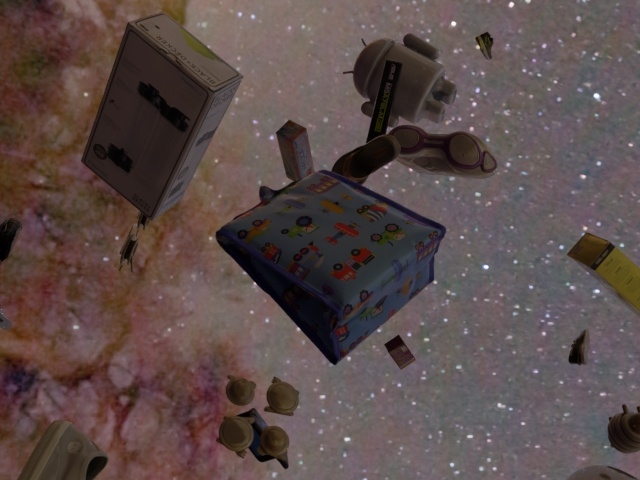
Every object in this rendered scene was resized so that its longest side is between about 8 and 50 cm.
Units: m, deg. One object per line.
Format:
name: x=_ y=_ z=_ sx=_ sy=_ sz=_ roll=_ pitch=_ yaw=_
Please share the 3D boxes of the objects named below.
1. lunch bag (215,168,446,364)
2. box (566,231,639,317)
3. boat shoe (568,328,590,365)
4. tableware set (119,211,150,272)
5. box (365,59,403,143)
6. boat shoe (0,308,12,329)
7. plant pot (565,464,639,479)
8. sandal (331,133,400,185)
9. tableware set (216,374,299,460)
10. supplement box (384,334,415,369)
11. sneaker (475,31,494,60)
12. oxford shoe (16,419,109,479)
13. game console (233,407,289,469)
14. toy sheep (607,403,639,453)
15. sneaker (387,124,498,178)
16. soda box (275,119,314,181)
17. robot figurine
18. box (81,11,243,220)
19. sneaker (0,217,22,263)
lunch bag: x=0.000 y=0.000 z=0.983 sx=0.293 sy=0.221 sz=0.138 roll=39 pitch=-32 yaw=27
box: x=0.549 y=0.082 z=1.143 sx=0.058 sy=0.232 sz=0.087 roll=-51 pitch=-166 yaw=6
boat shoe: x=0.591 y=0.242 z=1.477 sx=0.038 sy=0.125 sz=0.046 roll=-7 pitch=-65 yaw=32
tableware set: x=-0.468 y=-0.017 z=1.690 sx=0.128 sy=0.039 sz=0.194 roll=126 pitch=-16 yaw=-61
box: x=0.147 y=-0.316 z=1.473 sx=0.191 sy=0.045 sz=0.184 roll=-65 pitch=166 yaw=-74
boat shoe: x=-0.806 y=0.181 z=1.607 sx=0.035 sy=0.100 sz=0.035 roll=-45 pitch=-137 yaw=-18
plant pot: x=0.406 y=0.426 z=0.870 sx=0.274 sy=0.256 sz=0.257 roll=-43 pitch=152 yaw=-75
sandal: x=0.079 y=-0.145 z=1.267 sx=0.180 sy=0.072 sz=0.049 roll=-30 pitch=-166 yaw=41
tableware set: x=-0.111 y=0.318 z=1.176 sx=0.020 sy=0.141 sz=0.169 roll=125 pitch=-21 yaw=-47
supplement box: x=0.228 y=0.321 z=1.858 sx=0.055 sy=0.083 sz=0.043 roll=-33 pitch=-150 yaw=2
sneaker: x=0.390 y=-0.452 z=1.509 sx=0.035 sy=0.083 sz=0.031 roll=-32 pitch=-124 yaw=16
oxford shoe: x=-0.457 y=0.492 z=1.012 sx=0.449 sy=0.130 sz=0.169 roll=-76 pitch=-168 yaw=-48
game console: x=-0.126 y=0.406 z=1.298 sx=0.071 sy=0.122 sz=0.107 roll=-35 pitch=-169 yaw=0
toy sheep: x=0.647 y=0.402 z=1.362 sx=0.132 sy=0.091 sz=0.091 roll=97 pitch=-21 yaw=-48
sneaker: x=0.333 y=-0.232 z=1.767 sx=0.305 sy=0.152 sz=0.114 roll=19 pitch=-102 yaw=17
soda box: x=-0.066 y=-0.233 z=1.734 sx=0.063 sy=0.058 sz=0.183 roll=30 pitch=-26 yaw=26
robot figurine: x=0.249 y=-0.501 z=2.026 sx=0.300 sy=0.353 sz=0.200 roll=-59 pitch=169 yaw=-7
box: x=-0.260 y=-0.191 z=1.039 sx=0.290 sy=0.169 sz=0.087 roll=-54 pitch=176 yaw=39
sneaker: x=-0.624 y=0.017 z=1.245 sx=0.170 sy=0.051 sz=0.089 roll=-49 pitch=-156 yaw=15
